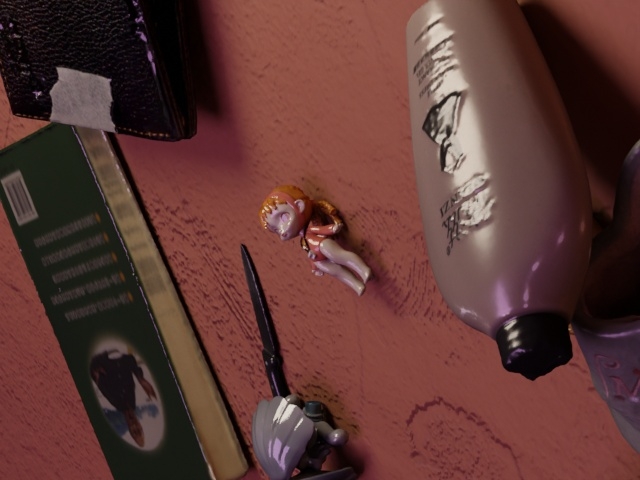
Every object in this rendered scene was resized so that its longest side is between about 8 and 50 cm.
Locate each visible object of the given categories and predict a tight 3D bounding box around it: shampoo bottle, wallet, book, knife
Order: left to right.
[{"bbox_3d":[-0.206,-0.212,1.626,0.221,0.071,0.262,10,120,39],"label":"wallet"},{"bbox_3d":[-0.204,0.067,1.908,0.260,0.043,0.370,-15,97,61],"label":"book"},{"bbox_3d":[-0.047,0.082,1.704,0.023,0.010,0.170,9,118,55],"label":"knife"},{"bbox_3d":[0.109,-0.035,1.213,0.127,0.078,0.256,-38,51,38],"label":"shampoo bottle"}]

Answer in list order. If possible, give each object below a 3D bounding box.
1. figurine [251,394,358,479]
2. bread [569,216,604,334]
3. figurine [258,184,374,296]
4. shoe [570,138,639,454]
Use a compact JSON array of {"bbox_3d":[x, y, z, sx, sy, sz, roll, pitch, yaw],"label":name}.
[{"bbox_3d":[-0.013,0.169,1.667,0.094,0.082,0.086,-19,79,49],"label":"figurine"},{"bbox_3d":[0.158,0.012,1.321,0.110,0.024,0.110,34,137,40],"label":"bread"},{"bbox_3d":[0.000,0.000,1.538,0.109,0.047,0.064,42,136,19],"label":"figurine"},{"bbox_3d":[0.202,0.045,1.206,0.103,0.100,0.251,32,133,43],"label":"shoe"}]
